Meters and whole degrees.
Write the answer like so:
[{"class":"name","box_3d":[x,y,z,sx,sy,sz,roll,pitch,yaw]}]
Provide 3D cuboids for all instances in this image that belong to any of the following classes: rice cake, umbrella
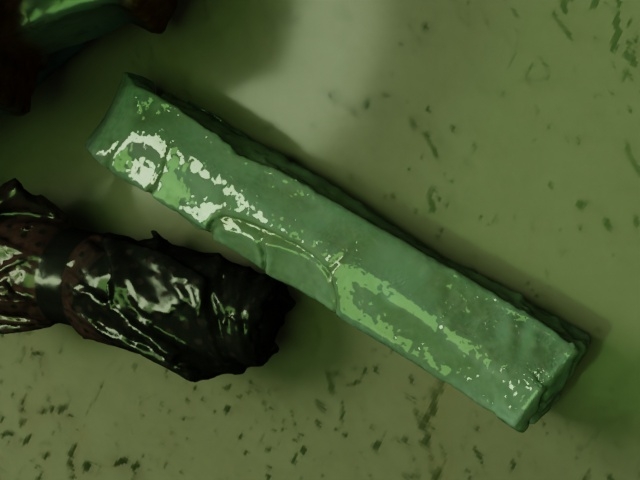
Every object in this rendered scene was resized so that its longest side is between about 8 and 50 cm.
[{"class":"rice cake","box_3d":[0.000,0.000,0.767,0.336,0.063,0.066,31,98,19]},{"class":"umbrella","box_3d":[-0.174,0.021,0.827,0.326,0.094,0.090,13,73,21]}]

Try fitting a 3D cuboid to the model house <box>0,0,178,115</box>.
[{"class":"model house","box_3d":[-0.257,-0.178,0.745,0.329,0.295,0.252,-20,81,6]}]
